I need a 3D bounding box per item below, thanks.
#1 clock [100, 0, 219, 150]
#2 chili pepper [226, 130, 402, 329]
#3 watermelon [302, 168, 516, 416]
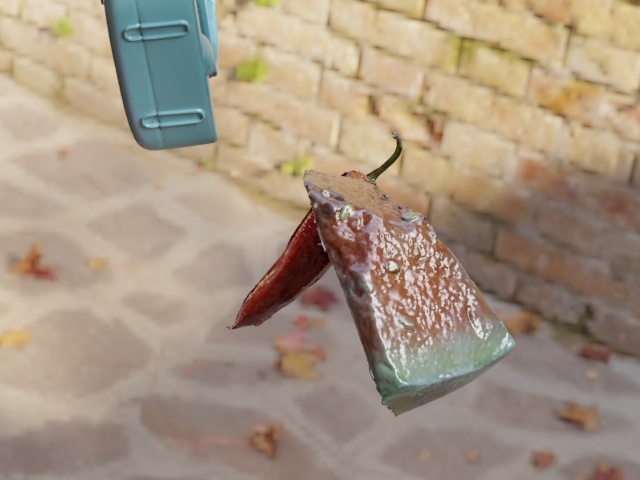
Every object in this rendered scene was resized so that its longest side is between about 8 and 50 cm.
[{"bbox_3d":[-0.072,-0.121,0.806,0.045,0.108,0.147,-5,46,0],"label":"clock"},{"bbox_3d":[0.000,0.000,1.783,0.059,0.268,0.050,32,12,-48],"label":"chili pepper"},{"bbox_3d":[0.066,0.031,1.677,0.140,0.256,0.193,-28,-3,-3],"label":"watermelon"}]
